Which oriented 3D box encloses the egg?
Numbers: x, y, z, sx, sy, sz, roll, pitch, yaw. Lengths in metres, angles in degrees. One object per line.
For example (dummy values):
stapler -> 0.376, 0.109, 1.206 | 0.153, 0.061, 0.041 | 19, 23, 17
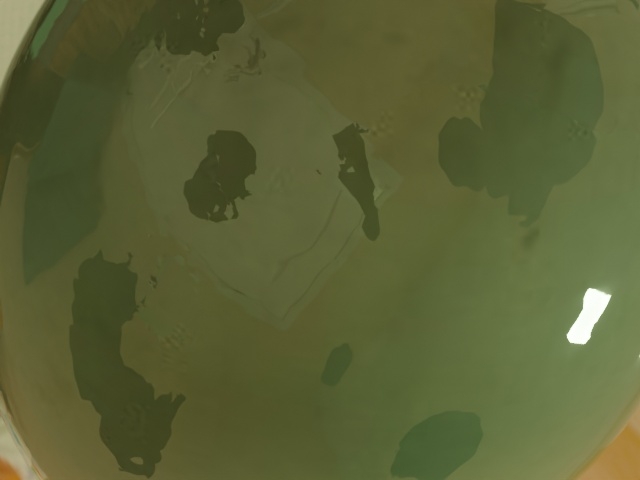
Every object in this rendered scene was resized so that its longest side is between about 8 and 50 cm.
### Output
egg -> 0.000, 0.000, 0.540 | 0.276, 0.276, 0.389 | -31, 161, -33
